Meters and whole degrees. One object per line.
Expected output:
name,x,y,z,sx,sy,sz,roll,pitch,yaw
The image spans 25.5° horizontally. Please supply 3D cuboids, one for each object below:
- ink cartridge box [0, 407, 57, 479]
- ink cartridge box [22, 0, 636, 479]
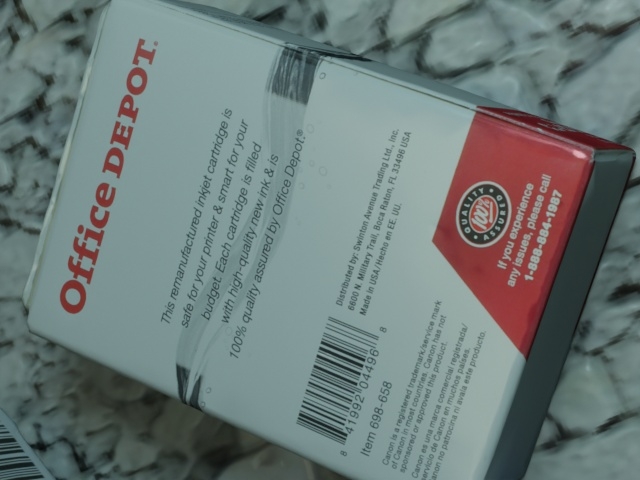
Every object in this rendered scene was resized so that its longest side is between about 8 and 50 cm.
ink cartridge box,-0.205,0.340,0.842,0.308,0.091,0.385,41,121,35
ink cartridge box,0.000,0.000,0.756,0.272,0.114,0.197,22,102,20
